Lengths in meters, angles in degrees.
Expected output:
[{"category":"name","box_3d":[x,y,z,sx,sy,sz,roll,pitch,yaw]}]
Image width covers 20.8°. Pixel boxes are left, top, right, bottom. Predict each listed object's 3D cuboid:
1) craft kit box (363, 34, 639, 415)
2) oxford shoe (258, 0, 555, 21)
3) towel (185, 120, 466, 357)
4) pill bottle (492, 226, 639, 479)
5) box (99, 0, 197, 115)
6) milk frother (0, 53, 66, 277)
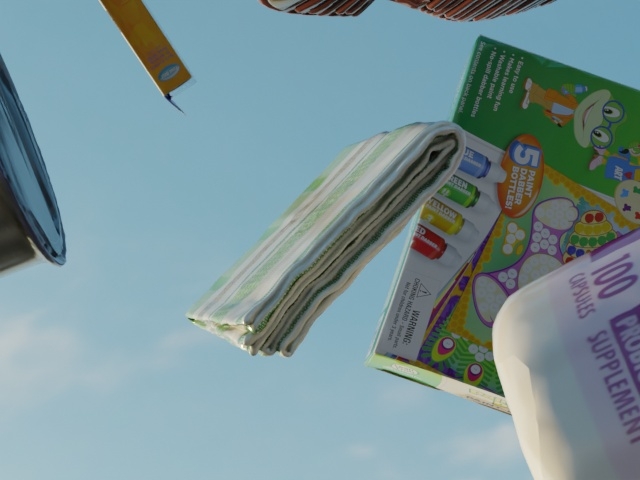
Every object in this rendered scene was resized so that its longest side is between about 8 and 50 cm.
[{"category":"craft kit box","box_3d":[0.185,0.011,1.214,0.247,0.249,0.061,19,-16,-3]},{"category":"oxford shoe","box_3d":[0.096,-0.255,1.403,0.348,0.130,0.123,-2,-17,-36]},{"category":"towel","box_3d":[0.000,0.000,0.690,0.113,0.023,0.152,-45,8,-8]},{"category":"pill bottle","box_3d":[0.220,0.028,0.534,0.302,0.169,0.169,-28,-38,12]},{"category":"box","box_3d":[-0.126,-0.150,1.221,0.028,0.136,0.081,-36,4,1]},{"category":"milk frother","box_3d":[-0.144,-0.005,0.427,0.135,0.143,0.129,-21,-49,0]}]
